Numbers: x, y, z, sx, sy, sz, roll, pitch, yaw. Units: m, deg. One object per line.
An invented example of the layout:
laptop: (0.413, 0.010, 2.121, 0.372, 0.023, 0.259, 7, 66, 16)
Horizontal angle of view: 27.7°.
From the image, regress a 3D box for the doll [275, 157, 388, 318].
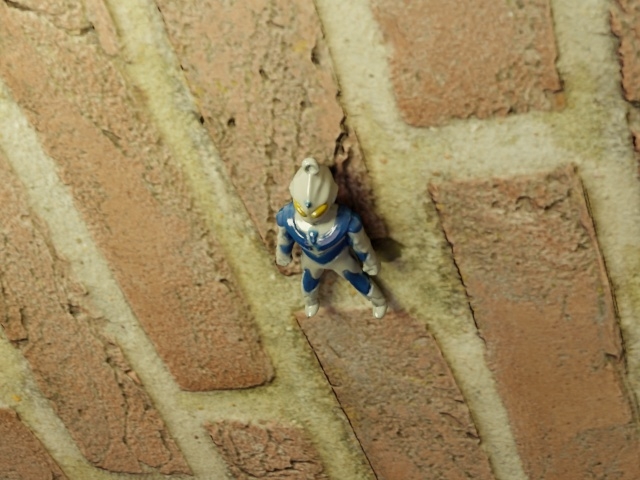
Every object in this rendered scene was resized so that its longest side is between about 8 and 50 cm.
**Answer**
doll: (0.000, 0.000, 1.315, 0.114, 0.057, 0.227, 5, 137, 20)
